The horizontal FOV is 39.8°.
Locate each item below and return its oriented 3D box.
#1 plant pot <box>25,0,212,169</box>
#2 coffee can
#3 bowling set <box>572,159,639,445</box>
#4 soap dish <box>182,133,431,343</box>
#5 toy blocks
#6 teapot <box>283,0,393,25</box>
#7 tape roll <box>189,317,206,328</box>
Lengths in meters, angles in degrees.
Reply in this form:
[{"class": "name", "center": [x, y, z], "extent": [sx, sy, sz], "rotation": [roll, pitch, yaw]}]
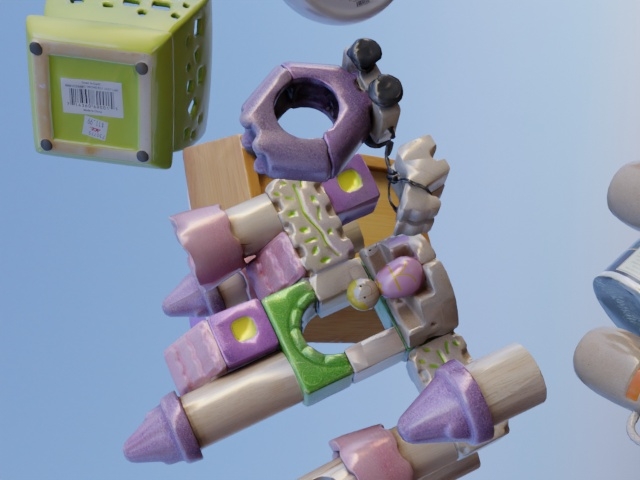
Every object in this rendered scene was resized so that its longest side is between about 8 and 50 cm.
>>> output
[{"class": "plant pot", "center": [-0.285, -0.228, 1.234], "extent": [0.207, 0.228, 0.227], "rotation": [-77, -6, -60]}, {"class": "coffee can", "center": [0.581, 0.038, 1.327], "extent": [0.275, 0.201, 0.201], "rotation": [-41, -36, -7]}, {"class": "bowling set", "center": [0.252, -0.022, 0.476], "extent": [0.287, 0.154, 0.200], "rotation": [-46, -51, -8]}, {"class": "soap dish", "center": [0.000, 0.000, 1.001], "extent": [0.290, 0.118, 0.229], "rotation": [5, -119, -35]}, {"class": "toy blocks", "center": [-0.034, 0.081, 0.643], "extent": [0.309, 0.260, 0.289], "rotation": [96, 149, -67]}, {"class": "teapot", "center": [0.018, -0.469, 1.406], "extent": [0.256, 0.187, 0.253], "rotation": [23, -80, -26]}, {"class": "tape roll", "center": [-0.106, 0.067, 1.489], "extent": [0.090, 0.274, 0.275], "rotation": [29, -112, -33]}]
